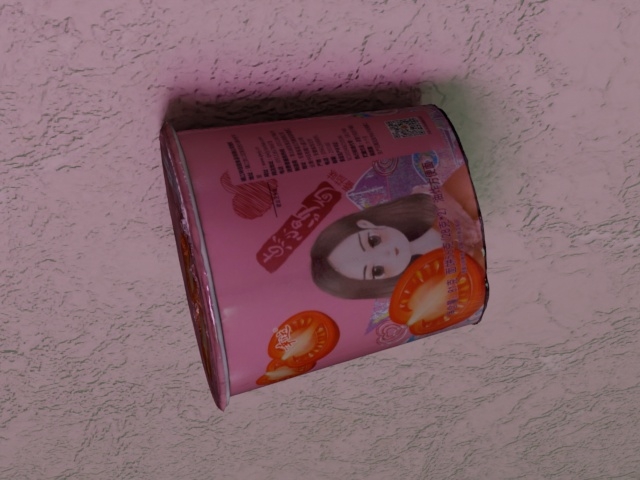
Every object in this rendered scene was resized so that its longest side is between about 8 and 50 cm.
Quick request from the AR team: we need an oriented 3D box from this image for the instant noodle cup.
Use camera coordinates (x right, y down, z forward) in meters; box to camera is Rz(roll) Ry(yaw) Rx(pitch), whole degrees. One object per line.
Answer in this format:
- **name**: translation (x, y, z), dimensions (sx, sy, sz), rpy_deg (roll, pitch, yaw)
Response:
- **instant noodle cup**: translation (0.000, 0.000, 1.284), dimensions (0.231, 0.243, 0.243), rpy_deg (-11, 145, -9)
